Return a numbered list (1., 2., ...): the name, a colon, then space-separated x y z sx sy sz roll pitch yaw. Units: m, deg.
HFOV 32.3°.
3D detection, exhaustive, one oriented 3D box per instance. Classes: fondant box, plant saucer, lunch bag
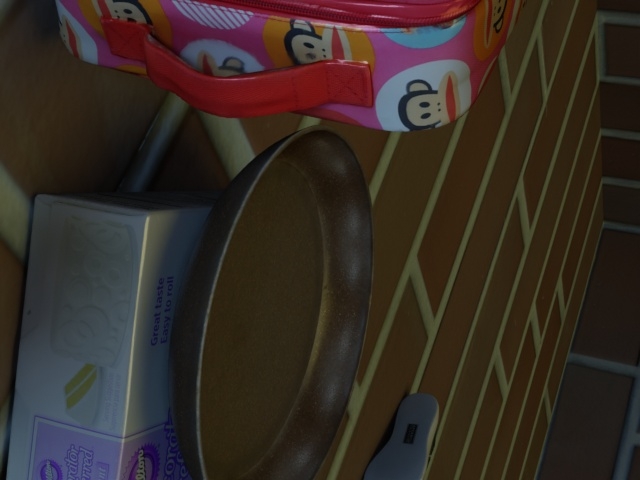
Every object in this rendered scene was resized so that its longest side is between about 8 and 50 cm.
1. fondant box: -0.103 0.083 0.879 0.330 0.096 0.238 -7 106 -66
2. plant saucer: -0.035 0.064 0.846 0.310 0.050 0.310 10 90 -69
3. lunch bag: -0.023 -0.171 0.699 0.120 0.293 0.258 85 25 -45

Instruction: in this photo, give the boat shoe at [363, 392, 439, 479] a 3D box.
1. boat shoe: 0.119 0.317 1.578 0.228 0.080 0.076 -65 154 -50
